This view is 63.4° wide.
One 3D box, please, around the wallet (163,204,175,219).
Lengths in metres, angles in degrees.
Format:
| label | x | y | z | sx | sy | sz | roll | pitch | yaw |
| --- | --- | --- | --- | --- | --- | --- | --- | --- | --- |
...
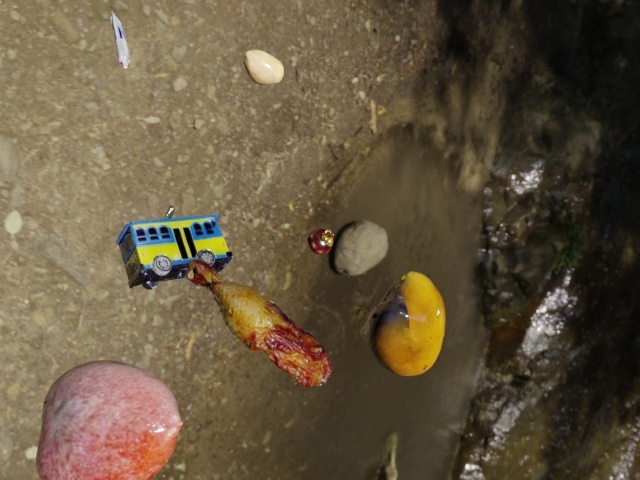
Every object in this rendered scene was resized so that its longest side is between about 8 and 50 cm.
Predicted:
| label | x | y | z | sx | sy | sz | roll | pitch | yaw |
| --- | --- | --- | --- | --- | --- | --- | --- | --- | --- |
| wallet | -0.551 | -0.058 | 1.823 | 0.030 | 0.285 | 0.146 | 26 | 86 | -15 |

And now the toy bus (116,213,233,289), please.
| label | x | y | z | sx | sy | sz | roll | pitch | yaw |
| --- | --- | --- | --- | --- | --- | --- | --- | --- | --- |
| toy bus | -0.419 | 0.028 | 1.507 | 0.287 | 0.138 | 0.175 | -8 | 68 | -40 |

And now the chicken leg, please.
| label | x | y | z | sx | sy | sz | roll | pitch | yaw |
| --- | --- | --- | --- | --- | --- | --- | --- | --- | --- |
| chicken leg | -0.103 | 0.144 | 0.919 | 0.322 | 0.177 | 0.083 | 41 | 84 | -19 |

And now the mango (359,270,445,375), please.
| label | x | y | z | sx | sy | sz | roll | pitch | yaw |
| --- | --- | --- | --- | --- | --- | --- | --- | --- | --- |
| mango | 0.195 | 0.209 | 1.205 | 0.287 | 0.201 | 0.153 | 71 | 9 | -47 |

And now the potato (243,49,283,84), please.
| label | x | y | z | sx | sy | sz | roll | pitch | yaw |
| --- | --- | --- | --- | --- | --- | --- | --- | --- | --- |
| potato | -0.198 | -0.595 | 1.790 | 0.147 | 0.112 | 0.112 | 19 | 87 | -17 |

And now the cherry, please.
| label | x | y | z | sx | sy | sz | roll | pitch | yaw |
| --- | --- | --- | --- | --- | --- | --- | --- | --- | --- |
| cherry | -0.353 | 0.325 | 0.892 | 0.239 | 0.239 | 0.206 | -47 | 168 | -31 |

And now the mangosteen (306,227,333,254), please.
| label | x | y | z | sx | sy | sz | roll | pitch | yaw |
| --- | --- | --- | --- | --- | --- | --- | --- | --- | --- |
| mangosteen | -0.001 | 0.001 | 1.526 | 0.081 | 0.081 | 0.081 | -21 | 117 | -46 |

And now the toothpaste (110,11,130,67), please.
| label | x | y | z | sx | sy | sz | roll | pitch | yaw |
| --- | --- | --- | --- | --- | --- | --- | --- | --- | --- |
| toothpaste | -0.500 | -0.499 | 1.299 | 0.045 | 0.028 | 0.170 | 53 | 17 | -66 |
